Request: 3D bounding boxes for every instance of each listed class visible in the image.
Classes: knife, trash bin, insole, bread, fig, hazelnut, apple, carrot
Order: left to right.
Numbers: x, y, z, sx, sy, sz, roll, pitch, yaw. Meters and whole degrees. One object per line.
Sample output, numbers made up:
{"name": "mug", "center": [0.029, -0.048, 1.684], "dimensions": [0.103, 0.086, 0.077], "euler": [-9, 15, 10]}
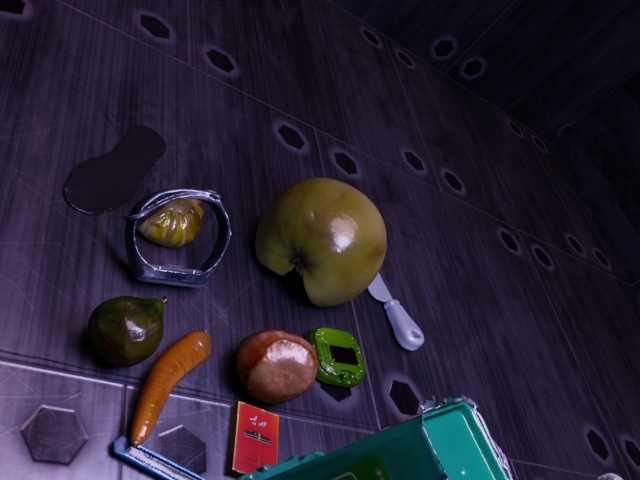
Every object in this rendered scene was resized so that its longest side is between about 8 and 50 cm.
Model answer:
{"name": "insole", "center": [-0.419, -0.152, 1.363], "dimensions": [0.119, 0.009, 0.348], "euler": [39, 34, -13]}
{"name": "fig", "center": [-0.311, 0.142, 1.096], "dimensions": [0.117, 0.117, 0.177], "euler": [45, 17, -1]}
{"name": "carrot", "center": [-0.258, 0.233, 1.087], "dimensions": [0.066, 0.062, 0.271], "euler": [65, 30, -16]}
{"name": "bread", "center": [-0.294, -0.032, 1.318], "dimensions": [0.157, 0.083, 0.094], "euler": [-5, 70, -51]}
{"name": "knife", "center": [-0.196, 0.387, 1.022], "dimensions": [0.297, 0.026, 0.044], "euler": [35, 47, -17]}
{"name": "hazelnut", "center": [-0.083, 0.225, 1.221], "dimensions": [0.150, 0.150, 0.150], "euler": [29, 37, -24]}
{"name": "apple", "center": [0.016, -0.008, 1.480], "dimensions": [0.295, 0.233, 0.258], "euler": [46, 31, 1]}
{"name": "trash bin", "center": [0.088, 0.405, 0.973], "dimensions": [0.295, 0.381, 0.259], "euler": [9, 52, -56]}
{"name": "knife", "center": [0.159, 0.138, 1.665], "dimensions": [0.080, 0.044, 0.331], "euler": [-2, 50, -40]}

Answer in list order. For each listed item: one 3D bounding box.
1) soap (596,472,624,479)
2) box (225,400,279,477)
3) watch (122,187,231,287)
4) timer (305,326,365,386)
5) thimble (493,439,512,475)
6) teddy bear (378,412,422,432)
{"name": "soap", "center": [0.596, 0.681, 1.337], "dimensions": [0.335, 0.293, 0.156], "euler": [49, 37, 2]}
{"name": "box", "center": [-0.117, 0.356, 1.142], "dimensions": [0.090, 0.023, 0.133], "euler": [30, 37, -25]}
{"name": "watch", "center": [-0.274, -0.011, 1.238], "dimensions": [0.206, 0.068, 0.192], "euler": [12, 85, -36]}
{"name": "timer", "center": [0.034, 0.248, 1.397], "dimensions": [0.140, 0.047, 0.128], "euler": [18, 43, -35]}
{"name": "thimble", "center": [0.323, 0.485, 1.401], "dimensions": [0.151, 0.118, 0.127], "euler": [28, 40, -25]}
{"name": "teddy bear", "center": [0.219, 0.465, 1.271], "dimensions": [0.236, 0.151, 0.267], "euler": [-3, 53, -1]}
